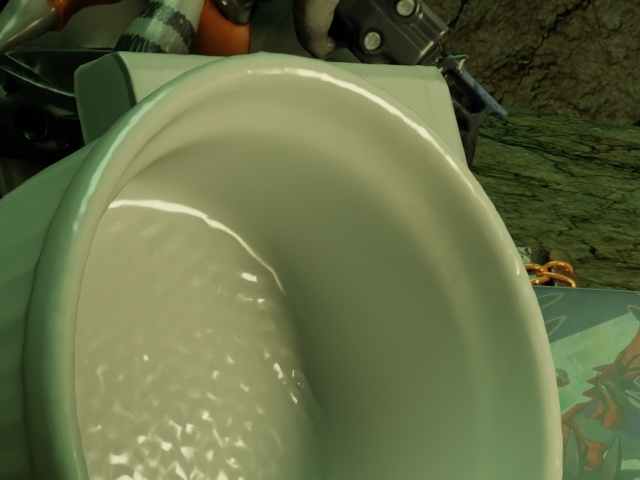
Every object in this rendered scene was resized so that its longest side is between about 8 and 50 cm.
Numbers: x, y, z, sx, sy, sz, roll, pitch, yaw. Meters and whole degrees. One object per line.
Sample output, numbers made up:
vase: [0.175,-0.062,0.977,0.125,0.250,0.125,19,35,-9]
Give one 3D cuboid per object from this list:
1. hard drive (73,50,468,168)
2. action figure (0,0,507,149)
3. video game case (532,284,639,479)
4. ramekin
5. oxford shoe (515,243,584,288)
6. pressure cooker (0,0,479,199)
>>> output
hard drive: [0.000,0.000,0.915,0.040,0.203,0.307,-17,-6,33]
action figure: [-0.026,-0.152,1.048,0.341,0.330,0.178,37,-3,-6]
video game case: [0.145,0.105,1.028,0.183,0.023,0.201,3,43,20]
ramekin: [-0.036,0.072,0.692,0.135,0.277,0.277,-17,-6,44]
oxford shoe: [0.142,0.077,1.152,0.130,0.133,0.364,3,17,-25]
pressure cooker: [-0.103,-0.130,1.320,0.370,0.375,0.420,-35,17,8]
